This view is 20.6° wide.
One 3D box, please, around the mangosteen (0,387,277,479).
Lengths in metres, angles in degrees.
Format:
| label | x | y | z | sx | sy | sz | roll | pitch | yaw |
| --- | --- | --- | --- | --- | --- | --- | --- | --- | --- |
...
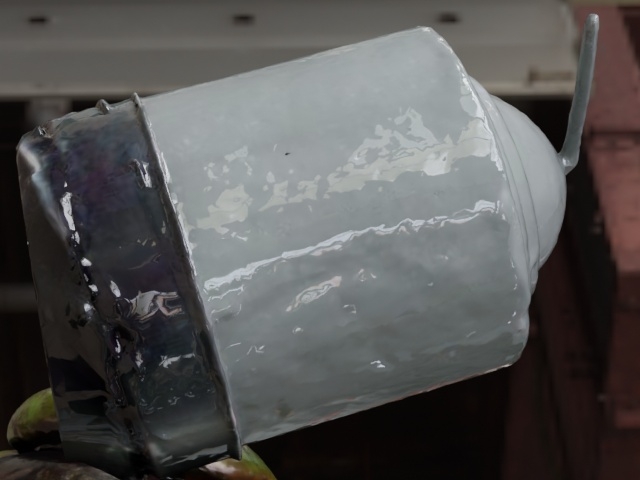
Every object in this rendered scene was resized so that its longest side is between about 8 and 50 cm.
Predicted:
| label | x | y | z | sx | sy | sz | roll | pitch | yaw |
| --- | --- | --- | --- | --- | --- | --- | --- | --- | --- |
| mangosteen | -0.173 | 0.261 | 1.198 | 0.311 | 0.311 | 0.311 | 179 | -90 | -89 |

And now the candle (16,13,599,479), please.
| label | x | y | z | sx | sy | sz | roll | pitch | yaw |
| --- | --- | --- | --- | --- | --- | --- | --- | --- | --- |
| candle | 0.000 | 0.000 | 1.017 | 0.221 | 0.342 | 0.221 | 166 | -90 | -82 |
